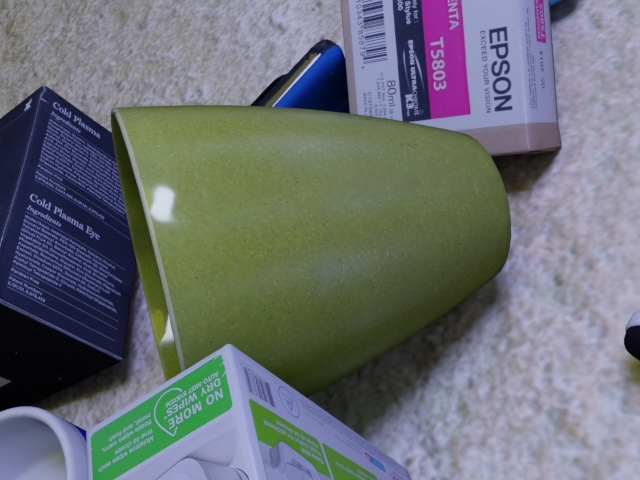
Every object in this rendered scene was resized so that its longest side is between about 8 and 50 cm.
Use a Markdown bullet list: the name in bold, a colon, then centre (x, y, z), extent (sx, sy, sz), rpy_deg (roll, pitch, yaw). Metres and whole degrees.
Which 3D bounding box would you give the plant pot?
- **plant pot**: centre (0.000, 0.000, 0.644), extent (0.293, 0.275, 0.275), rpy_deg (-13, 43, -16)

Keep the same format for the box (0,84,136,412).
- **box**: centre (-0.404, 0.039, 0.946), extent (0.343, 0.179, 0.312), rpy_deg (-26, 47, 27)

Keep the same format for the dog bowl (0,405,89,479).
- **dog bowl**: centre (-0.305, 0.305, 0.746), extent (0.265, 0.104, 0.265), rpy_deg (-21, 47, 24)

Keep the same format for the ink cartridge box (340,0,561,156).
- **ink cartridge box**: centre (0.123, -0.195, 0.752), extent (0.193, 0.088, 0.235), rpy_deg (-2, 96, 36)

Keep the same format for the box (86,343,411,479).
- **box**: centre (-0.007, 0.232, 0.485), extent (0.127, 0.262, 0.231), rpy_deg (-32, 46, 12)

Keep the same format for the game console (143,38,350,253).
- **game console**: centre (-0.110, -0.108, 0.887), extent (0.173, 0.250, 0.293), rpy_deg (40, 85, 19)

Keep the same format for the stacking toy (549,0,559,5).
- **stacking toy**: centre (0.153, -0.382, 0.801), extent (0.166, 0.302, 0.175), rpy_deg (-21, 42, 22)

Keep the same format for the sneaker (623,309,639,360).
- **sneaker**: centre (0.275, 0.132, 0.489), extent (0.217, 0.079, 0.121), rpy_deg (27, 75, 43)
